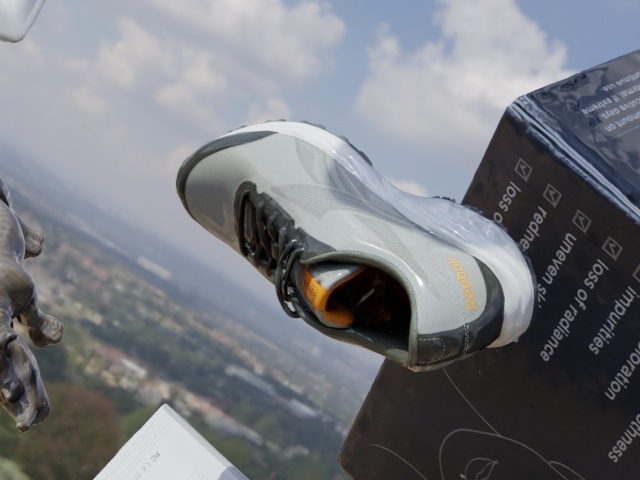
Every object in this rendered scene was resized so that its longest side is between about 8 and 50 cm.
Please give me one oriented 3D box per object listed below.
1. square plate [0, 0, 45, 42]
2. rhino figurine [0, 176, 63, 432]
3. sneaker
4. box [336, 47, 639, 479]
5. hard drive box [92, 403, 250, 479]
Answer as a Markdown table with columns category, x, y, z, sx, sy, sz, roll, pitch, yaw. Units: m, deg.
| category | x | y | z | sx | sy | sz | roll | pitch | yaw |
| --- | --- | --- | --- | --- | --- | --- | --- | --- | --- |
| square plate | -0.360 | -0.340 | 1.094 | 0.347 | 0.344 | 0.049 | 19 | -42 | -6 |
| rhino figurine | -0.226 | 0.036 | 0.875 | 0.106 | 0.073 | 0.243 | 64 | 1 | -48 |
| sneaker | 0.000 | 0.000 | 0.812 | 0.271 | 0.100 | 0.108 | 25 | 36 | 36 |
| box | 0.321 | 0.164 | 1.072 | 0.472 | 0.297 | 0.480 | 48 | -40 | 24 |
| hard drive box | -0.096 | 0.266 | 0.986 | 0.232 | 0.181 | 0.089 | 35 | -12 | 40 |
